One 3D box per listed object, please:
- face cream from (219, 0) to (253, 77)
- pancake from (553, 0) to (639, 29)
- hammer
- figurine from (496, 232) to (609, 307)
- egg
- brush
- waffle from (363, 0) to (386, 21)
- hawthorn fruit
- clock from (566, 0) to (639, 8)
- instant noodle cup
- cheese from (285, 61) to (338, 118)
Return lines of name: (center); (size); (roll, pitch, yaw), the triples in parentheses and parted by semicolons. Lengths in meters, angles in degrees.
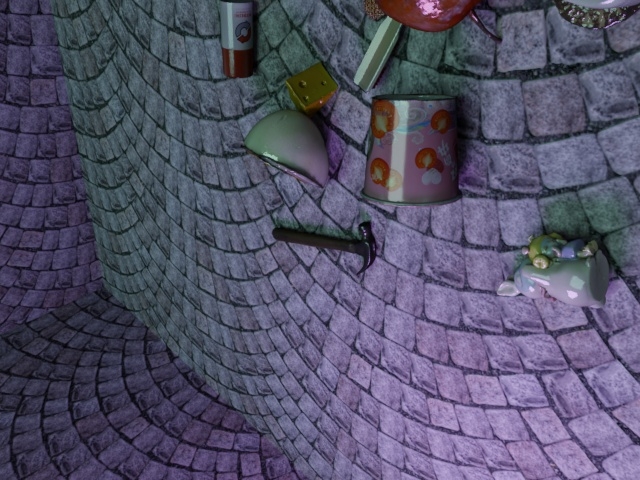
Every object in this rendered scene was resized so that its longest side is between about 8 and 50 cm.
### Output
face cream: (-0.249, -0.606, 1.574); (0.096, 0.096, 0.214); (29, 131, 33)
pancake: (0.497, -0.474, 0.918); (0.199, 0.021, 0.199); (25, 128, 36)
hammer: (0.000, 0.000, 1.704); (0.439, 0.044, 0.168); (11, 118, 43)
figurine: (0.492, 0.067, 1.159); (0.235, 0.127, 0.155); (2, 131, 49)
egg: (-0.073, -0.270, 1.512); (0.264, 0.286, 0.174); (31, 94, 22)
brush: (0.173, -0.497, 1.235); (0.060, 0.050, 0.321); (47, 131, 21)
waffle: (0.133, -0.562, 1.246); (0.083, 0.029, 0.075); (-29, 87, 53)
hawthorn fruit: (0.225, -0.524, 1.012); (0.263, 0.235, 0.231); (26, 121, 26)
clock: (0.420, -0.546, 0.851); (0.324, 0.108, 0.265); (45, 141, 39)
instant noodle cup: (0.215, -0.216, 1.217); (0.243, 0.243, 0.231); (17, 116, 40)
cheese: (-0.045, -0.404, 1.493); (0.093, 0.126, 0.171); (54, 159, -1)
